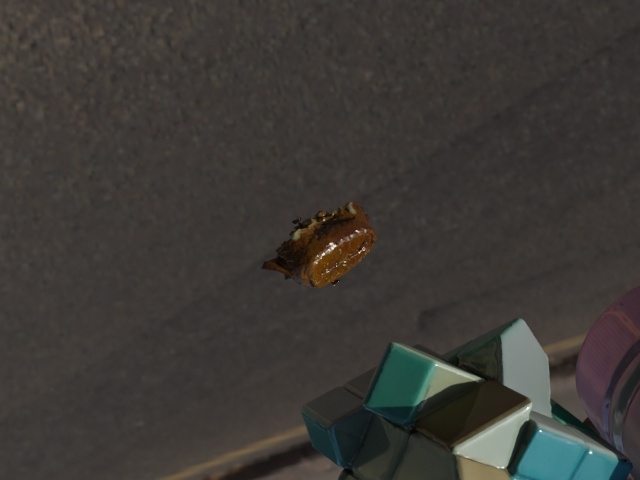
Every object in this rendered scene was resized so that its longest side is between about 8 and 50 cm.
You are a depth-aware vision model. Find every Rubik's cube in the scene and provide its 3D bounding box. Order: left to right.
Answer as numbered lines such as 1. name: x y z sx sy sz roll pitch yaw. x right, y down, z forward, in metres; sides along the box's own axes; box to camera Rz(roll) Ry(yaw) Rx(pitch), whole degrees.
1. Rubik's cube: 0.114 0.189 1.060 0.213 0.224 0.265 24 96 -29

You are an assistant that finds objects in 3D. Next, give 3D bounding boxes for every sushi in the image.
1. sushi: 0.000 0.003 1.101 0.118 0.060 0.061 -20 134 -44

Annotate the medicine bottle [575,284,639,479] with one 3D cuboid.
1. medicine bottle: 0.386 0.184 1.145 0.202 0.316 0.202 -6 117 -11

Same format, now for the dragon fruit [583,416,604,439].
1. dragon fruit: 0.441 0.309 1.980 0.083 0.060 0.056 -47 142 -32
